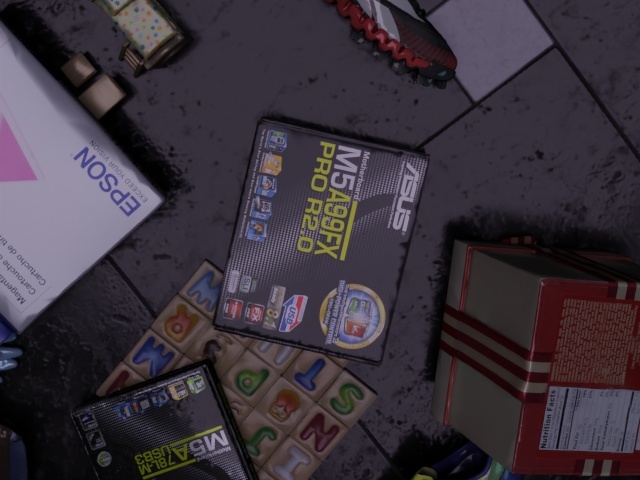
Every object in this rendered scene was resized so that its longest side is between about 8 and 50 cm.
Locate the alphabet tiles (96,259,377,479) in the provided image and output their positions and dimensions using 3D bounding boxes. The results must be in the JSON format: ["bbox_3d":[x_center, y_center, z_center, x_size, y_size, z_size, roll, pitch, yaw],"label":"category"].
[{"bbox_3d":[-0.108,0.198,1.547,0.285,0.011,0.342,39,98,-5],"label":"alphabet tiles"}]

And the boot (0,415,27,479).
[{"bbox_3d":[-0.422,0.230,1.533,0.106,0.082,0.219,2,104,-19],"label":"boot"}]

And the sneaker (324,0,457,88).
[{"bbox_3d":[0.070,-0.299,1.422,0.276,0.097,0.135,41,100,-3],"label":"sneaker"}]

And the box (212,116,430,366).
[{"bbox_3d":[0.000,0.000,1.482,0.216,0.060,0.270,13,96,-1],"label":"box"}]

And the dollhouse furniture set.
[{"bbox_3d":[-0.276,-0.258,1.434,0.161,0.101,0.182,-40,96,7],"label":"dollhouse furniture set"}]

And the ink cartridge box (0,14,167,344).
[{"bbox_3d":[-0.409,-0.059,1.419,0.330,0.071,0.324,-43,100,-1],"label":"ink cartridge box"}]

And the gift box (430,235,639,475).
[{"bbox_3d":[0.294,0.141,1.414,0.276,0.258,0.255,9,97,-20],"label":"gift box"}]

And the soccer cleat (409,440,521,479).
[{"bbox_3d":[0.118,0.341,1.509,0.289,0.093,0.121,-36,124,0],"label":"soccer cleat"}]

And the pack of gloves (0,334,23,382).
[{"bbox_3d":[-0.491,0.087,1.521,0.232,0.046,0.195,4,98,1],"label":"pack of gloves"}]

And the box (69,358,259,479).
[{"bbox_3d":[-0.196,0.267,1.532,0.191,0.045,0.184,-19,95,5],"label":"box"}]
